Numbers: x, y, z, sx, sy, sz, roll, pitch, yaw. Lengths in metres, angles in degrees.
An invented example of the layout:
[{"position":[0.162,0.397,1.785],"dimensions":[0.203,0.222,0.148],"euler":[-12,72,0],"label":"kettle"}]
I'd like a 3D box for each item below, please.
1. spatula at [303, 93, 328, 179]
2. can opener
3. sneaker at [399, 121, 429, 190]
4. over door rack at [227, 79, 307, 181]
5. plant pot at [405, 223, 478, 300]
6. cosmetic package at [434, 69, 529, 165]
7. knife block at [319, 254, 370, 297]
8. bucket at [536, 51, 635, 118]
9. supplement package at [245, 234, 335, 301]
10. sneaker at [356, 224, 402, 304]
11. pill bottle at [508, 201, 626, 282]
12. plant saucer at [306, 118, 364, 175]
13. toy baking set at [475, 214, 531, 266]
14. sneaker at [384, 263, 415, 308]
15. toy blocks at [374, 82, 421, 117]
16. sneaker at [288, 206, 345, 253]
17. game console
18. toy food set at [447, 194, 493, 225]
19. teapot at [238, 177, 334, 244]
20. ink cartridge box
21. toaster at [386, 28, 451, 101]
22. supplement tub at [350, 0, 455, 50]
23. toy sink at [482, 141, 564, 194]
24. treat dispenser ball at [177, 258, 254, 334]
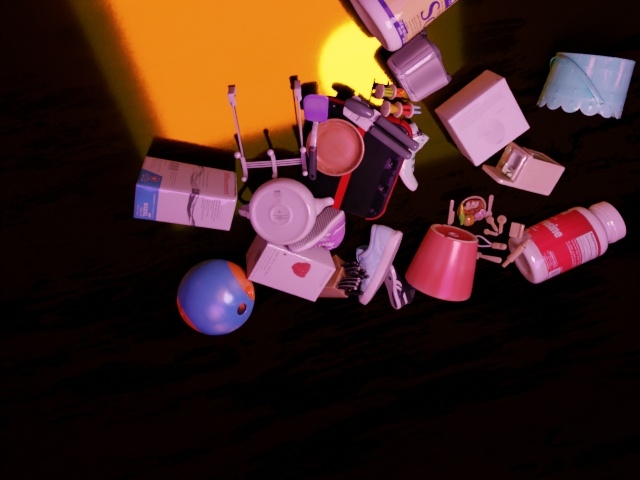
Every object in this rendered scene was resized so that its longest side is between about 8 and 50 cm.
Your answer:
[{"position":[-0.022,-0.342,1.579],"dimensions":[0.084,0.030,0.296],"euler":[9,117,9],"label":"spatula"},{"position":[0.192,-0.367,1.534],"dimensions":[0.283,0.095,0.076],"euler":[37,115,-1],"label":"can opener"},{"position":[0.343,-0.306,1.714],"dimensions":[0.151,0.094,0.255],"euler":[-25,121,13],"label":"sneaker"},{"position":[-0.172,-0.352,1.566],"dimensions":[0.240,0.108,0.324],"euler":[-5,122,-1],"label":"over door rack"},{"position":[0.510,0.078,1.911],"dimensions":[0.275,0.275,0.243],"euler":[6,112,-15],"label":"plant pot"},{"position":[0.569,-0.433,1.660],"dimensions":[0.224,0.138,0.224],"euler":[-37,123,12],"label":"cosmetic package"},{"position":[0.063,0.182,1.881],"dimensions":[0.276,0.242,0.088],"euler":[-41,119,15],"label":"knife block"},{"position":[0.901,-0.530,1.593],"dimensions":[0.282,0.281,0.183],"euler":[3,112,-13],"label":"bucket"},{"position":[-0.119,0.083,1.822],"dimensions":[0.293,0.175,0.177],"euler":[21,115,-23],"label":"supplement package"},{"position":[0.209,0.092,1.936],"dimensions":[0.150,0.135,0.365],"euler":[28,115,16],"label":"sneaker"},{"position":[1.033,0.000,1.971],"dimensions":[0.408,0.229,0.229],"euler":[-26,123,5],"label":"pill bottle"},{"position":[0.052,-0.322,1.614],"dimensions":[0.200,0.037,0.199],"euler":[4,116,7],"label":"plant saucer"},{"position":[0.741,0.010,1.949],"dimensions":[0.030,0.197,0.256],"euler":[-13,140,-45],"label":"toy baking set"},{"position":[0.350,0.182,2.049],"dimensions":[0.121,0.079,0.216],"euler":[-23,113,-24],"label":"sneaker"},{"position":[0.269,-0.476,1.599],"dimensions":[0.148,0.123,0.054],"euler":[-5,162,-28],"label":"toy blocks"},{"position":[0.001,0.000,1.778],"dimensions":[0.282,0.102,0.161],"euler":[-37,136,-30],"label":"sneaker"},{"position":[0.118,-0.280,1.677],"dimensions":[0.342,0.060,0.386],"euler":[19,117,1],"label":"game console"},{"position":[0.625,-0.120,1.926],"dimensions":[0.192,0.038,0.132],"euler":[-9,123,-6],"label":"toy food set"},{"position":[-0.130,-0.114,1.671],"dimensions":[0.256,0.187,0.252],"euler":[39,109,-7],"label":"teapot"},{"position":[-0.447,-0.159,1.575],"dimensions":[0.308,0.223,0.128],"euler":[8,120,-16],"label":"ink cartridge box"},{"position":[0.315,-0.557,1.512],"dimensions":[0.146,0.129,0.227],"euler":[-34,148,15],"label":"toaster"},{"position":[0.268,-0.742,1.344],"dimensions":[0.331,0.241,0.241],"euler":[-37,121,13],"label":"supplement tub"},{"position":[0.770,-0.283,1.787],"dimensions":[0.234,0.152,0.131],"euler":[11,119,-16],"label":"toy sink"},{"position":[-0.395,0.214,1.780],"dimensions":[0.289,0.288,0.288],"euler":[-5,122,-8],"label":"treat dispenser ball"}]
